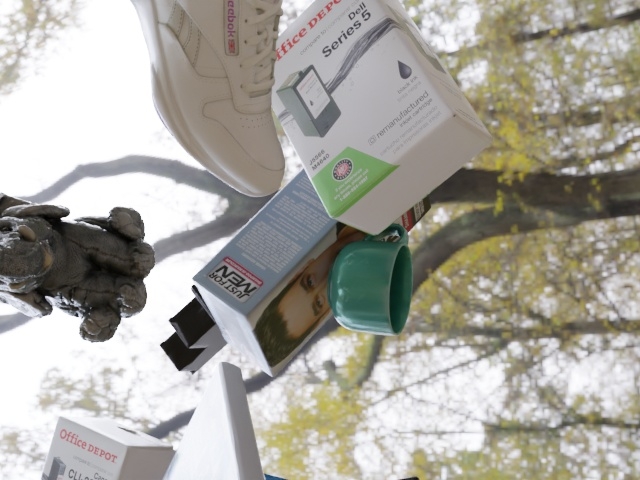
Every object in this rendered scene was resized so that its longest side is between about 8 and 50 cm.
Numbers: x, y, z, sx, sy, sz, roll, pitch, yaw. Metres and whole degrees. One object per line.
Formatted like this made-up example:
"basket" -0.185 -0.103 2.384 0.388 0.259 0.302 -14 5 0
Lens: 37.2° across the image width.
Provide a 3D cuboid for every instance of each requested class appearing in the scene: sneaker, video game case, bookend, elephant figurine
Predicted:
"sneaker" -0.083 -0.185 0.830 0.305 0.152 0.114 69 -156 -12
"video game case" -0.146 0.337 1.073 0.036 0.329 0.299 22 -76 -17
"bookend" -0.211 0.152 1.583 0.072 0.157 0.156 51 -168 16
"elephant figurine" -0.317 0.013 1.045 0.240 0.186 0.169 14 -131 -40

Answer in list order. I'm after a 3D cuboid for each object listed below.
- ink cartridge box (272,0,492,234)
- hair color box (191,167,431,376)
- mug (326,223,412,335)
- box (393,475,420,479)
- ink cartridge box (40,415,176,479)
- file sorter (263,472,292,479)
"ink cartridge box" 0.056 -0.177 1.202 0.115 0.198 0.272 19 -143 -53
"hair color box" 0.000 0.000 1.396 0.374 0.114 0.185 -46 -31 -19
"mug" 0.070 0.059 1.334 0.158 0.098 0.129 -49 -41 -61
"box" 0.035 0.406 1.203 0.051 0.220 0.175 62 -162 -51
"ink cartridge box" -0.372 0.446 1.577 0.114 0.197 0.272 23 -99 -50
"file sorter" -0.076 0.447 1.546 0.170 0.118 0.104 15 -116 -2
